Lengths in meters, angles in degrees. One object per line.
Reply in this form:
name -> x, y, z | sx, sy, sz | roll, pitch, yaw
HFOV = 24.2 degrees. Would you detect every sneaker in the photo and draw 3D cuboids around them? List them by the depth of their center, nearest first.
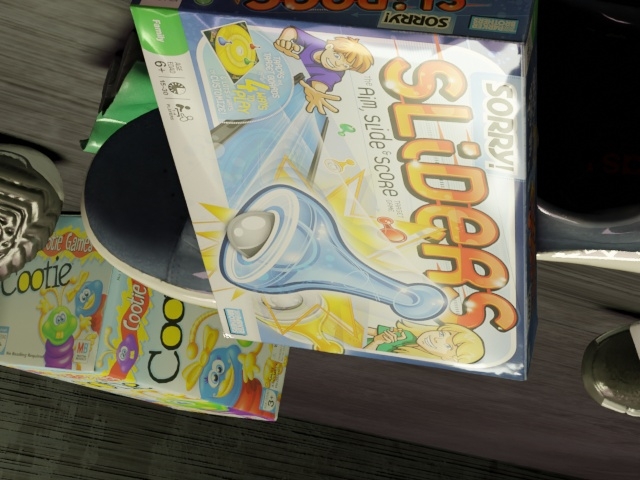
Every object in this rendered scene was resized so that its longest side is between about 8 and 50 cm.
sneaker -> 0.042, -0.051, 0.655 | 0.350, 0.131, 0.148 | -5, 157, 15
sneaker -> -0.374, -0.024, 1.175 | 0.385, 0.147, 0.145 | -13, 135, 20
sneaker -> 0.355, 0.108, 1.317 | 0.229, 0.086, 0.132 | 3, 167, -21

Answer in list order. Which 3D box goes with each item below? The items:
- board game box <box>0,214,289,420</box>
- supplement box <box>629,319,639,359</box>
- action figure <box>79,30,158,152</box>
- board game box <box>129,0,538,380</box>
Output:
board game box -> -0.163, 0.078, 1.427 | 0.144, 0.142, 0.275 | 2, 166, 35
supplement box -> 0.286, 0.029, 0.713 | 0.239, 0.073, 0.130 | -17, 173, -11
action figure -> -0.008, -0.053, 0.842 | 0.232, 0.063, 0.137 | 18, 165, -17
board game box -> 0.015, -0.023, 0.573 | 0.136, 0.035, 0.201 | 7, 144, 14
